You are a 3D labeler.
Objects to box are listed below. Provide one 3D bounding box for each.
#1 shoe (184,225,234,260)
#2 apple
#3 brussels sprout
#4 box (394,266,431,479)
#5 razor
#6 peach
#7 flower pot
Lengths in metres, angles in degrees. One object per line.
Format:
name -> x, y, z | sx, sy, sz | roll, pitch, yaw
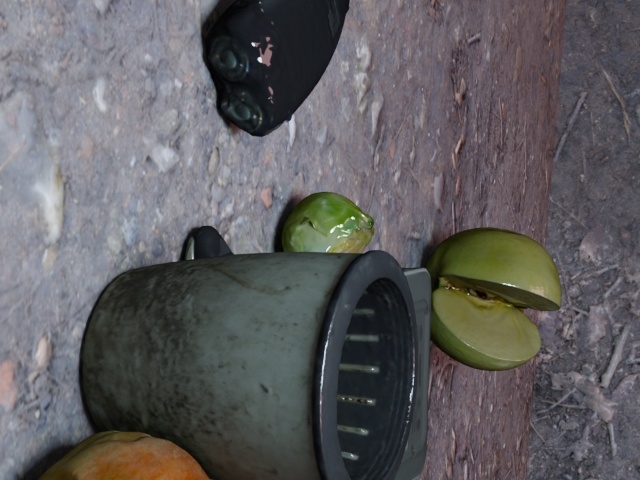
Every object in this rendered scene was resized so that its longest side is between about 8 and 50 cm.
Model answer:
shoe -> -0.102, 0.086, 1.531 | 0.099, 0.112, 0.227 | -33, 112, -62
apple -> 0.334, 0.114, 2.326 | 0.292, 0.254, 0.292 | -163, -90, -75
brussels sprout -> -0.002, -0.005, 1.767 | 0.149, 0.122, 0.151 | -6, 131, -57
box -> 0.097, 0.249, 2.023 | 0.396, 0.111, 0.396 | -8, 100, -66
razor -> -0.047, -0.301, 1.638 | 0.327, 0.107, 0.189 | -62, 147, -44
peach -> -0.223, 0.320, 1.224 | 0.235, 0.214, 0.214 | -47, 138, -26
flower pot -> -0.081, 0.150, 1.348 | 0.293, 0.330, 0.294 | -11, 102, -64
